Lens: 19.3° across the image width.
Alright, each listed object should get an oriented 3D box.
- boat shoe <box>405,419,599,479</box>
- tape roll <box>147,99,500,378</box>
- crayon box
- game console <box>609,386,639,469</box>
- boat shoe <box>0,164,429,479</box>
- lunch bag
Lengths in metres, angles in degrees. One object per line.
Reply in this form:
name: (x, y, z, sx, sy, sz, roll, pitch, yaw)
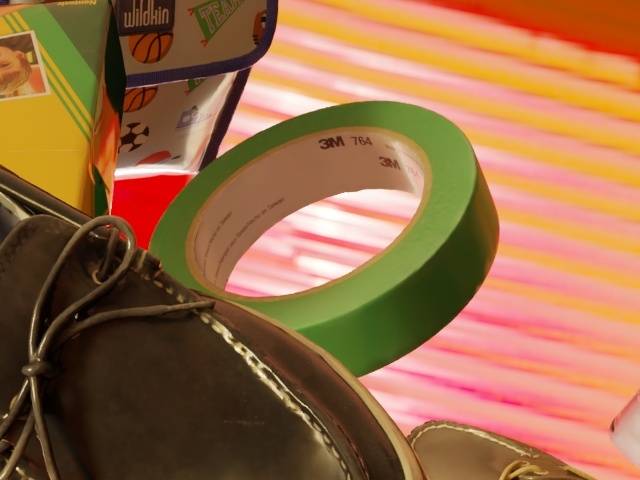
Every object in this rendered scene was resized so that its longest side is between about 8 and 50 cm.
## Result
boat shoe: (0.185, 0.230, 1.510, 0.324, 0.116, 0.096, 35, -20, 35)
tape roll: (0.000, 0.000, 1.718, 0.321, 0.321, 0.077, -3, -48, 27)
crayon box: (-0.360, -0.066, 1.587, 0.363, 0.313, 0.106, -4, -49, 3)
game console: (0.426, 0.245, 1.725, 0.342, 0.060, 0.386, 38, -15, 10)
boat shoe: (-0.154, 0.072, 1.123, 0.500, 0.187, 0.156, 33, 0, 26)
lunch bag: (-0.236, -0.227, 1.955, 0.328, 0.239, 0.385, -10, -34, -31)
